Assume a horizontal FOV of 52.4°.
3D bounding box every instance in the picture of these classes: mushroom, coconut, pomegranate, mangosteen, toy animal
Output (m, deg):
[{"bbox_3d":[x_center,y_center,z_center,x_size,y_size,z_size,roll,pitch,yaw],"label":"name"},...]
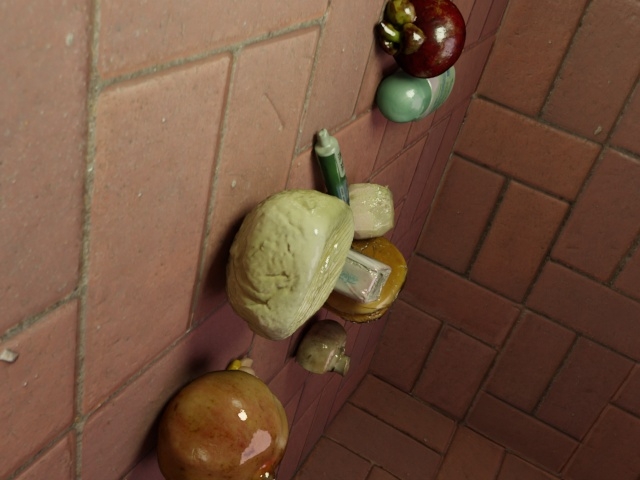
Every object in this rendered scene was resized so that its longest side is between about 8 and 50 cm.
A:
[{"bbox_3d":[0.030,0.391,2.408,0.189,0.195,0.253,-70,166,10],"label":"mushroom"},{"bbox_3d":[0.133,-0.089,2.028,0.194,0.194,0.194,-55,162,-28],"label":"coconut"},{"bbox_3d":[-0.217,0.477,1.551,0.338,0.338,0.338,-55,162,-28],"label":"pomegranate"},{"bbox_3d":[0.252,-0.540,1.690,0.257,0.215,0.215,6,114,-35],"label":"mangosteen"},{"bbox_3d":[-0.218,0.384,1.828,0.091,0.082,0.114,-64,165,8],"label":"toy animal"}]

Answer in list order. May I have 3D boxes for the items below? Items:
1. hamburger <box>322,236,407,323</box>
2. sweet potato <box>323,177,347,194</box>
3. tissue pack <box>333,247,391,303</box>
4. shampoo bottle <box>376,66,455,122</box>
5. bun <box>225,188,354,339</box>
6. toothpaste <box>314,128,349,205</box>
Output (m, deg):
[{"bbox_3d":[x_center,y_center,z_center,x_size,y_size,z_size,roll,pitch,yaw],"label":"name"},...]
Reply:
[{"bbox_3d":[0.126,0.111,2.107,0.305,0.284,0.174,-55,159,-26],"label":"hamburger"},{"bbox_3d":[0.032,-0.131,1.876,0.214,0.050,0.050,-48,158,-54],"label":"sweet potato"},{"bbox_3d":[0.045,0.068,1.814,0.124,0.271,0.201,-67,164,7],"label":"tissue pack"},{"bbox_3d":[0.285,-0.453,1.967,0.349,0.151,0.222,-41,159,-54],"label":"shampoo bottle"},{"bbox_3d":[-0.083,0.036,1.450,0.349,0.227,0.352,-58,165,-18],"label":"bun"},{"bbox_3d":[0.041,-0.161,1.744,0.392,0.061,0.099,70,29,-56],"label":"toothpaste"}]
